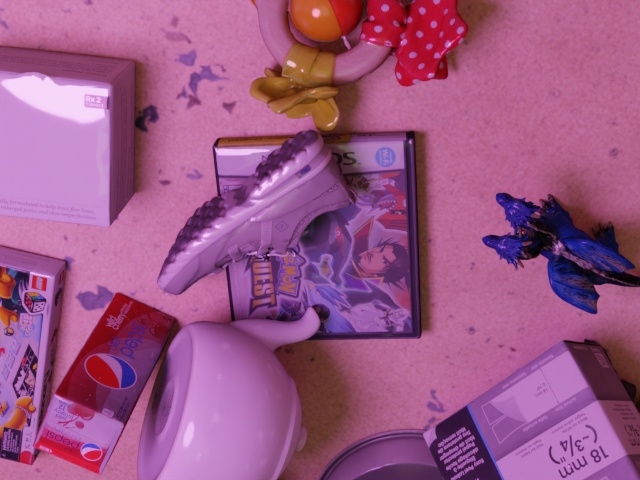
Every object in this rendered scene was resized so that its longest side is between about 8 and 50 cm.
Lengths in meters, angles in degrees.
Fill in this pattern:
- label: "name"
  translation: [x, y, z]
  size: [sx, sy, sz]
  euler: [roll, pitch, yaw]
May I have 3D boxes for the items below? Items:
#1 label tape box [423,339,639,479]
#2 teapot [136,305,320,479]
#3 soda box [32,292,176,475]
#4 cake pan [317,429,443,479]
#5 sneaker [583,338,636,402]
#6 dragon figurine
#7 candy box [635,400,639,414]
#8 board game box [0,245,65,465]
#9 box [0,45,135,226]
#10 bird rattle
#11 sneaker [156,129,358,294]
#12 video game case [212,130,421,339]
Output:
- label: "label tape box"
  translation: [0.304, 0.324, 1.279]
  size: [0.240, 0.106, 0.334]
  euler: [-40, 59, 28]
- label: "teapot"
  translation: [-0.108, 0.234, 1.302]
  size: [0.187, 0.252, 0.256]
  euler: [19, 126, -19]
- label: "soda box"
  translation: [-0.263, 0.170, 1.306]
  size: [0.092, 0.263, 0.083]
  euler: [25, 113, -4]
- label: "cake pan"
  translation: [0.129, 0.404, 1.480]
  size: [0.293, 0.054, 0.293]
  euler: [2, 113, 5]
- label: "sneaker"
  translation: [0.351, 0.221, 1.385]
  size: [0.089, 0.051, 0.170]
  euler: [24, 108, -4]
- label: "dragon figurine"
  translation: [0.314, 0.026, 1.254]
  size: [0.289, 0.144, 0.085]
  euler: [31, 113, -7]
- label: "candy box"
  translation: [0.473, 0.230, 1.387]
  size: [0.105, 0.027, 0.206]
  euler: [27, 112, -3]
- label: "board game box"
  translation: [-0.462, 0.150, 1.432]
  size: [0.193, 0.053, 0.305]
  euler: [13, 113, 1]
- label: "box"
  translation: [-0.323, -0.127, 1.266]
  size: [0.181, 0.119, 0.182]
  euler: [7, 113, 3]
- label: "bird rattle"
  translation: [0.028, -0.241, 1.186]
  size: [0.253, 0.143, 0.207]
  euler: [-28, 91, 13]
- label: "sneaker"
  translation: [-0.080, -0.006, 1.263]
  size: [0.281, 0.105, 0.115]
  euler: [-35, 112, 22]
- label: "video game case"
  translation: [0.000, 0.000, 1.333]
  size: [0.248, 0.035, 0.275]
  euler: [-2, 112, 6]
